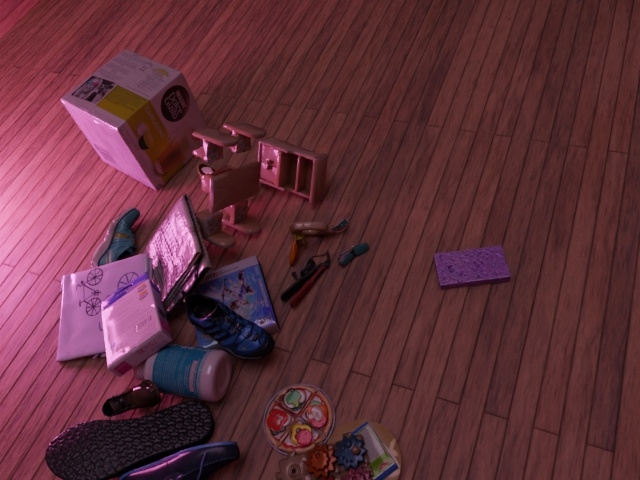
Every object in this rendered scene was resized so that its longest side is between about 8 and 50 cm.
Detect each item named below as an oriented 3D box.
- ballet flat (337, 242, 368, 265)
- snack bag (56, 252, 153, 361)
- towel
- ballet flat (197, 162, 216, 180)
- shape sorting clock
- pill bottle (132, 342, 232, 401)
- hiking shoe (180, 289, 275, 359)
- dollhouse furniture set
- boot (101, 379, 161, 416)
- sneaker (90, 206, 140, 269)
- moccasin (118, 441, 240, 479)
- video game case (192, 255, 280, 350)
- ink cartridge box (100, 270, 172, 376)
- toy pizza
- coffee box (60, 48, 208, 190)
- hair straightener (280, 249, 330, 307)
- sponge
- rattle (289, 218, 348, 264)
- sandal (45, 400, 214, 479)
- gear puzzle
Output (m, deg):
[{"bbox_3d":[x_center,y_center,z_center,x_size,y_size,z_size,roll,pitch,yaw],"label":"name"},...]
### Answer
[{"bbox_3d":[0.101,0.037,1.847,0.114,0.041,0.041,-35,55,-14],"label":"ballet flat"},{"bbox_3d":[-0.701,0.225,1.853,0.343,0.037,0.322,-14,63,11],"label":"snack bag"},{"bbox_3d":[-0.478,0.061,1.836,0.312,0.056,0.324,-47,50,26],"label":"towel"},{"bbox_3d":[-0.379,-0.214,2.107,0.232,0.073,0.080,33,68,30],"label":"ballet flat"},{"bbox_3d":[0.105,0.565,1.464,0.206,0.040,0.206,-10,55,15],"label":"shape sorting clock"},{"bbox_3d":[-0.401,0.373,1.646,0.264,0.146,0.146,5,56,15],"label":"pill bottle"},{"bbox_3d":[-0.275,0.247,1.645,0.304,0.132,0.113,21,65,21],"label":"hiking shoe"},{"bbox_3d":[-0.195,-0.193,1.892,0.257,0.362,0.394,23,33,27],"label":"dollhouse furniture set"},{"bbox_3d":[-0.524,0.449,1.585,0.106,0.219,0.082,-25,87,-41],"label":"boot"},{"bbox_3d":[-0.699,0.008,2.021,0.110,0.107,0.275,18,64,1],"label":"sneaker"},{"bbox_3d":[-0.358,0.624,1.487,0.342,0.137,0.116,-25,57,11],"label":"moccasin"},{"bbox_3d":[-0.280,0.202,1.796,0.244,0.061,0.269,-21,54,-2],"label":"video game case"},{"bbox_3d":[-0.556,0.239,1.706,0.186,0.065,0.311,-35,41,-1],"label":"ink cartridge box"},{"bbox_3d":[-0.061,0.485,1.563,0.201,0.032,0.201,-6,54,8],"label":"toy pizza"},{"bbox_3d":[-0.686,-0.463,2.186,0.338,0.337,0.334,27,64,28],"label":"coffee box"},{"bbox_3d":[-0.052,0.108,1.822,0.089,0.047,0.230,28,65,27],"label":"hair straightener"},{"bbox_3d":[0.459,0.081,1.740,0.210,0.031,0.117,-8,54,7],"label":"sponge"},{"bbox_3d":[0.000,0.000,1.877,0.200,0.130,0.142,4,63,-18],"label":"rattle"},{"bbox_3d":[-0.513,0.568,1.574,0.446,0.107,0.167,-10,51,-10],"label":"sandal"},{"bbox_3d":[-0.035,0.604,1.440,0.339,0.044,0.175,-21,53,8],"label":"gear puzzle"}]
